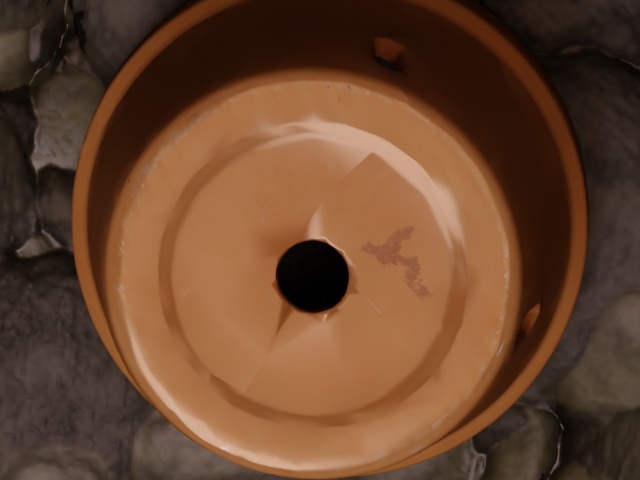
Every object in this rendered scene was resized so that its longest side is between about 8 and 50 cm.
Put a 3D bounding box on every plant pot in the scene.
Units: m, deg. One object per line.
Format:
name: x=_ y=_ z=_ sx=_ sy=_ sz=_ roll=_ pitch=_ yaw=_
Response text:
plant pot: x=0.000 y=0.000 z=1.010 sx=0.290 sy=0.203 sz=0.291 roll=1 pitch=99 yaw=4
